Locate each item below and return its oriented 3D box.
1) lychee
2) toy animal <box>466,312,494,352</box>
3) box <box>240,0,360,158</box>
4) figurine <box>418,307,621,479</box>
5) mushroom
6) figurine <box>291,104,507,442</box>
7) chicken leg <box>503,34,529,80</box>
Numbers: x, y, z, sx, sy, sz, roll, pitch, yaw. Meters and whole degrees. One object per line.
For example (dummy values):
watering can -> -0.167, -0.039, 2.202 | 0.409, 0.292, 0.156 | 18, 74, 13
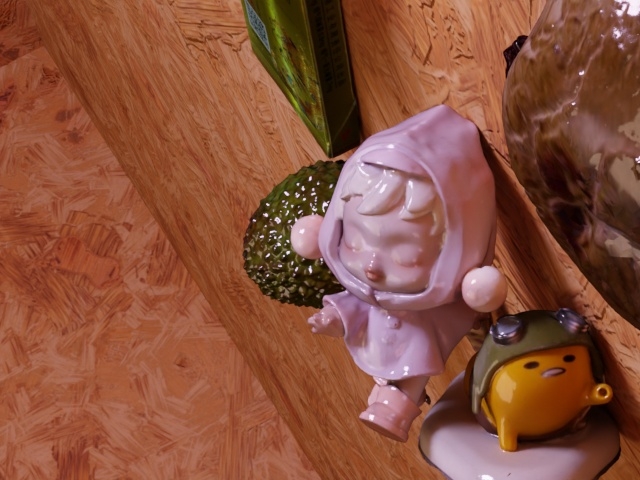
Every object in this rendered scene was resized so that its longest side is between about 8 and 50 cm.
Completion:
lychee -> 0.000, 0.000, 1.935 | 0.171, 0.171, 0.171 | 58, 169, 18
toy animal -> 0.131, 0.058, 1.777 | 0.275, 0.054, 0.149 | 60, 172, 4
box -> -0.032, -0.230, 1.831 | 0.173, 0.043, 0.311 | 55, 168, 31
figurine -> 0.161, 0.106, 1.579 | 0.250, 0.167, 0.141 | -115, 20, -70
mushroom -> 0.200, -0.028, 0.921 | 0.278, 0.146, 0.278 | 34, 143, 31
figurine -> 0.073, 0.027, 1.562 | 0.200, 0.133, 0.276 | 18, 115, 30
chicken leg -> 0.195, -0.025, 1.254 | 0.253, 0.051, 0.106 | 57, 164, 11
